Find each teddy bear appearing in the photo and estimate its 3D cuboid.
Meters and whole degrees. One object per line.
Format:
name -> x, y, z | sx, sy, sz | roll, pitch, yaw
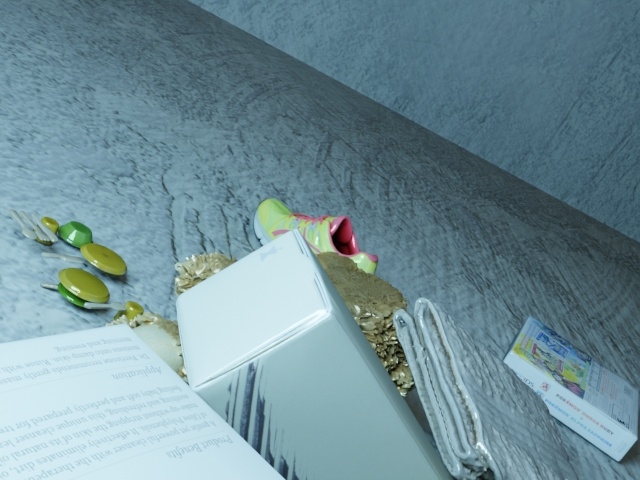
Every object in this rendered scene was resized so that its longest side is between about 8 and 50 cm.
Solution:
teddy bear -> -0.045, 0.111, 0.803 | 0.245, 0.113, 0.338 | 27, 25, 7

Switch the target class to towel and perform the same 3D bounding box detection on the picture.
towel -> 0.172, 0.177, 0.863 | 0.282, 0.049, 0.187 | 39, 26, -43

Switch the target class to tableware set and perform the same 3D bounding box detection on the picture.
tableware set -> -0.213, 0.027, 0.852 | 0.154, 0.024, 0.104 | 42, 17, 31

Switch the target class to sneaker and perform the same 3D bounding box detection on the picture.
sneaker -> 0.000, 0.000, 1.148 | 0.081, 0.094, 0.208 | 7, 29, -50

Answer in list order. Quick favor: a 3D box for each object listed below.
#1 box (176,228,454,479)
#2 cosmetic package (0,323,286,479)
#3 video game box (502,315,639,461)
box -> 0.019, 0.136, 0.618 | 0.275, 0.094, 0.113 | 58, 3, -28
cosmetic package -> -0.062, 0.209, 0.400 | 0.365, 0.155, 0.197 | 41, 21, 24
video game box -> 0.335, 0.191, 1.270 | 0.187, 0.048, 0.205 | 37, 18, 11
